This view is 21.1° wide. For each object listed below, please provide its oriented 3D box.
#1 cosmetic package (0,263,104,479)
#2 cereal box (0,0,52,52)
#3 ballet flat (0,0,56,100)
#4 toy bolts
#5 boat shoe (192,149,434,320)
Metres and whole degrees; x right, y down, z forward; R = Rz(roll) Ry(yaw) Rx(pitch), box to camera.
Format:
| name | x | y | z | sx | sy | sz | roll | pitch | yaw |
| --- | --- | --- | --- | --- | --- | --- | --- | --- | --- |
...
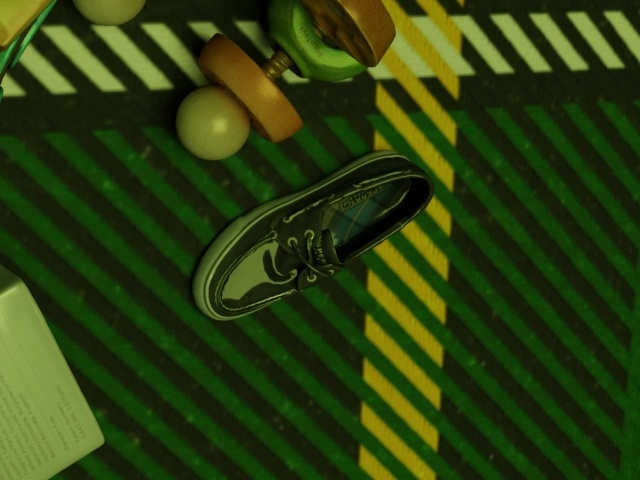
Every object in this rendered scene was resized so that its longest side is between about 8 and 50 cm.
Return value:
| name | x | y | z | sx | sy | sz | roll | pitch | yaw |
| --- | --- | --- | --- | --- | --- | --- | --- | --- | --- |
| cosmetic package | -0.291 | 0.117 | 1.279 | 0.184 | 0.151 | 0.151 | -32 | 116 | -19 |
| cereal box | -0.255 | -0.275 | 1.208 | 0.240 | 0.047 | 0.173 | 42 | 81 | -10 |
| ballet flat | -0.261 | -0.136 | 1.271 | 0.087 | 0.083 | 0.247 | 25 | 89 | -18 |
| toy bolts | -0.076 | -0.170 | 1.305 | 0.158 | 0.218 | 0.228 | -42 | 102 | -8 |
| boat shoe | 0.000 | 0.000 | 1.452 | 0.228 | 0.076 | 0.080 | -29 | 116 | -20 |
